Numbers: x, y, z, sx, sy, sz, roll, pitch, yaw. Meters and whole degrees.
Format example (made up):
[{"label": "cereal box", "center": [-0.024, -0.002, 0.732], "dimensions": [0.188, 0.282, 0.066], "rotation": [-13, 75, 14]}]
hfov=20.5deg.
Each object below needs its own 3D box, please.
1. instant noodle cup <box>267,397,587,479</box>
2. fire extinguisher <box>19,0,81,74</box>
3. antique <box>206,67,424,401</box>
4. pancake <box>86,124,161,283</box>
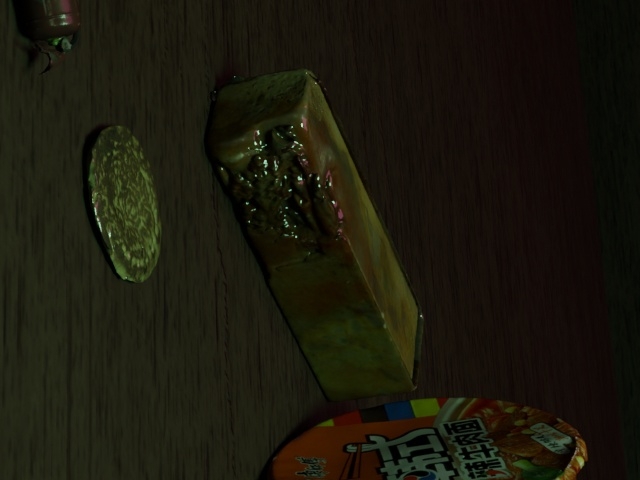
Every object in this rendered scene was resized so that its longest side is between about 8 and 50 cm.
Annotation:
[{"label": "instant noodle cup", "center": [0.092, 0.255, 1.395], "dimensions": [0.250, 0.250, 0.192], "rotation": [-48, 134, -68]}, {"label": "fire extinguisher", "center": [-0.175, -0.171, 1.111], "dimensions": [0.056, 0.039, 0.132], "rotation": [-20, 99, -63]}, {"label": "antique", "center": [0.000, 0.000, 1.477], "dimensions": [0.093, 0.087, 0.310], "rotation": [-80, 154, -44]}, {"label": "pancake", "center": [-0.132, -0.025, 1.202], "dimensions": [0.115, 0.011, 0.115], "rotation": [-10, 90, -72]}]
